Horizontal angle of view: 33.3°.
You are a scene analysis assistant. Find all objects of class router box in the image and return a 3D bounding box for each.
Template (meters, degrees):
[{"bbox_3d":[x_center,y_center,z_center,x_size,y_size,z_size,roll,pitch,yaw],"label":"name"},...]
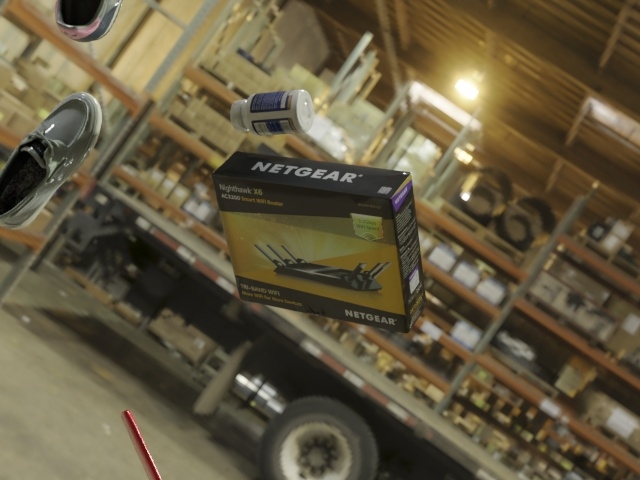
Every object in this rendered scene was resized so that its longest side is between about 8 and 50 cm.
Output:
[{"bbox_3d":[0.000,0.000,1.643,0.308,0.081,0.243,9,-53,28],"label":"router box"}]

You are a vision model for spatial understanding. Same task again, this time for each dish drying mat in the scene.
[{"bbox_3d":[-0.133,0.169,0.820,0.083,0.008,0.032,66,-20,2],"label":"dish drying mat"}]

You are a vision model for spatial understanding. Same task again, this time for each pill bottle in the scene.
[{"bbox_3d":[-0.076,-0.197,1.658,0.120,0.067,0.067,-1,-19,26],"label":"pill bottle"}]

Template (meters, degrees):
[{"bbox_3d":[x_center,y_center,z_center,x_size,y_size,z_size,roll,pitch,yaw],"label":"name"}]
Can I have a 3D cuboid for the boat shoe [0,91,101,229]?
[{"bbox_3d":[-0.391,-0.115,1.511,0.079,0.227,0.081,34,-2,6],"label":"boat shoe"}]

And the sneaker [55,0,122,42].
[{"bbox_3d":[-0.363,-0.483,1.781,0.112,0.319,0.131,16,14,1],"label":"sneaker"}]
